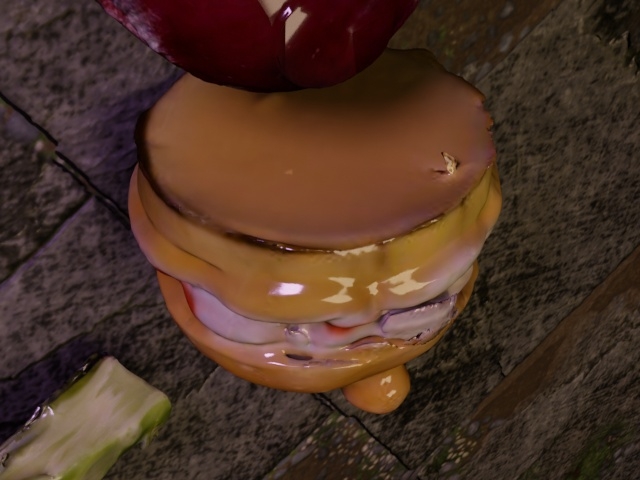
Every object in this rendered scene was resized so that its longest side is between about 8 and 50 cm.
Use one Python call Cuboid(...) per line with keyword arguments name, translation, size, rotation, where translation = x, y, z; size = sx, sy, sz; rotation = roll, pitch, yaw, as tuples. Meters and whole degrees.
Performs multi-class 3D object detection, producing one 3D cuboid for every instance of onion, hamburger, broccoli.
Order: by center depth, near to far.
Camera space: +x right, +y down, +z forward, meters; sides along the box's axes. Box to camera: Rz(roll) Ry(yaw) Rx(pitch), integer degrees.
Cuboid(name="onion", translation=(-0.025, -0.188, 0.821), size=(0.216, 0.206, 0.207), rotation=(-48, 145, 3))
Cuboid(name="hamburger", translation=(0.000, 0.000, 0.990), size=(0.276, 0.276, 0.237), rotation=(-26, 138, -26))
Cuboid(name="broccoli", translation=(-0.272, 0.244, 1.022), size=(0.361, 0.221, 0.252), rotation=(-30, 139, -48))
